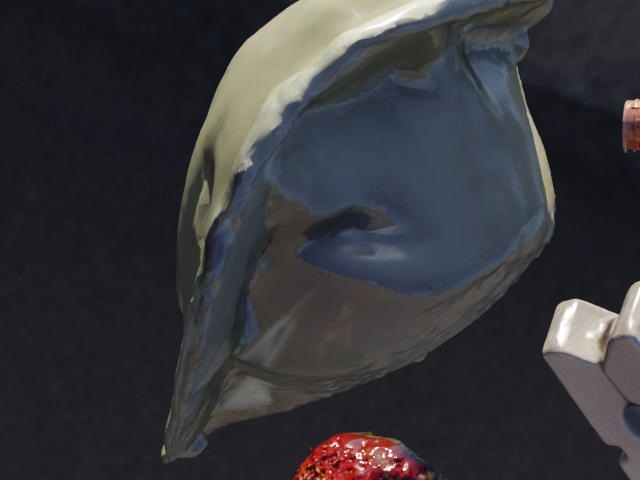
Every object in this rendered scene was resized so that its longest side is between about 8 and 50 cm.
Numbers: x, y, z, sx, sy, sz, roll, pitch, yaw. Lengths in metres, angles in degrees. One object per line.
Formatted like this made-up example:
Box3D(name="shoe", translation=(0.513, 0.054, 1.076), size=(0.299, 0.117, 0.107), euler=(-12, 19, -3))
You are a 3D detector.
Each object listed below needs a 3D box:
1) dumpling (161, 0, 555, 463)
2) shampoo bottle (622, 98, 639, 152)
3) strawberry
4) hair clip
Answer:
Box3D(name="dumpling", translation=(0.005, 0.001, 0.867), size=(0.227, 0.175, 0.243), euler=(-38, 131, -59))
Box3D(name="shampoo bottle", translation=(0.340, -0.084, 1.497), size=(0.108, 0.221, 0.051), euler=(-15, 106, -74))
Box3D(name="strawberry", translation=(0.025, 0.159, 1.138), size=(0.106, 0.106, 0.106), euler=(26, 49, -34))
Box3D(name="hair clip", translation=(0.288, 0.169, 1.479), size=(0.331, 0.101, 0.085), euler=(50, 46, -26))
